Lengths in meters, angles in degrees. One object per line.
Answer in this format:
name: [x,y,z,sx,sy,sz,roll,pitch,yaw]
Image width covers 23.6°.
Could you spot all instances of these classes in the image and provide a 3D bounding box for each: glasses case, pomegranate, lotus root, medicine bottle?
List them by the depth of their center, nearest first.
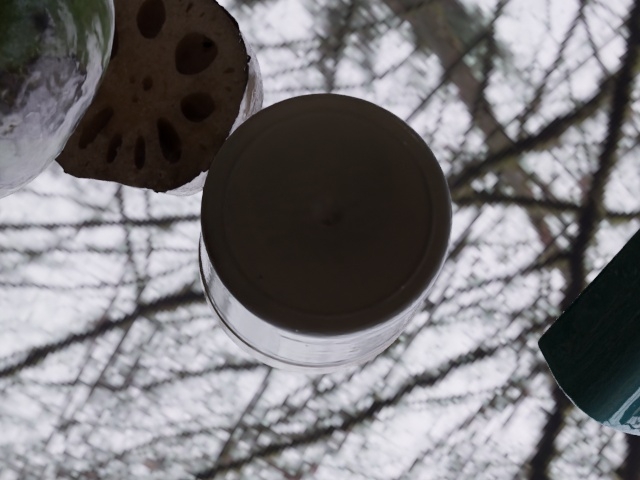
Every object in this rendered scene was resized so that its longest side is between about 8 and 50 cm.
pomegranate: [-0.155,-0.083,0.583,0.148,0.169,0.148,1,-88,17]
glasses case: [0.259,-0.012,0.832,0.301,0.117,0.070,-54,-144,25]
medicine bottle: [0.000,0.000,1.496,0.238,0.232,0.238,1,-102,-4]
lotus root: [-0.175,-0.161,1.715,0.272,0.192,0.272,-3,-101,15]
